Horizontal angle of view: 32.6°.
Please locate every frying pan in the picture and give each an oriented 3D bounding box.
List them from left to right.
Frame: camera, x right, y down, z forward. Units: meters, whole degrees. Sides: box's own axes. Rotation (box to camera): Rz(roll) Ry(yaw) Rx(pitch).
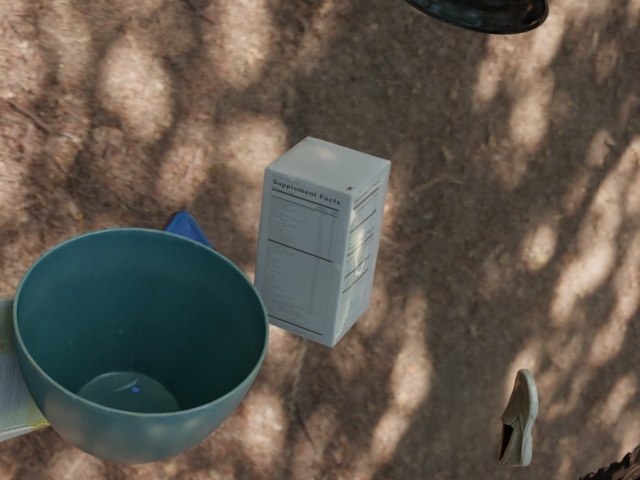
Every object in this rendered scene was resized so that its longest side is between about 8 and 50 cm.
[{"bbox_3d":[0.187,-0.303,1.189,0.197,0.326,0.053,22,77,-12],"label":"frying pan"}]

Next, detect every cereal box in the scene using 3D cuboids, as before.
[{"bbox_3d":[-0.384,0.149,1.269,0.240,0.047,0.173,-1,99,-71],"label":"cereal box"}]

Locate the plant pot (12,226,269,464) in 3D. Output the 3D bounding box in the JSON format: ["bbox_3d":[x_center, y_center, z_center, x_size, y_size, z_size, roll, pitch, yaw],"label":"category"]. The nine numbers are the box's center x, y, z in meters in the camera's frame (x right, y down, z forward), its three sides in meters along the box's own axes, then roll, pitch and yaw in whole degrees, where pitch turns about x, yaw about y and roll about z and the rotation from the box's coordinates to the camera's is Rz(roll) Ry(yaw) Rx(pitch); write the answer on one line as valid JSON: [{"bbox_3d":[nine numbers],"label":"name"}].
[{"bbox_3d":[-0.222,0.153,1.304,0.290,0.290,0.195,-20,143,-36],"label":"plant pot"}]

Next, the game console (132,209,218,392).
[{"bbox_3d":[-0.261,0.142,1.637,0.250,0.173,0.293,58,42,-28],"label":"game console"}]

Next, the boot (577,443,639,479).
[{"bbox_3d":[0.135,0.208,0.484,0.246,0.094,0.207,91,22,-63],"label":"boot"}]

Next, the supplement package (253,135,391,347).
[{"bbox_3d":[0.000,0.000,1.537,0.134,0.139,0.244,-42,146,-53],"label":"supplement package"}]

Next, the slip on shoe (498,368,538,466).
[{"bbox_3d":[0.266,0.242,1.491,0.041,0.051,0.135,1,101,-13],"label":"slip on shoe"}]
